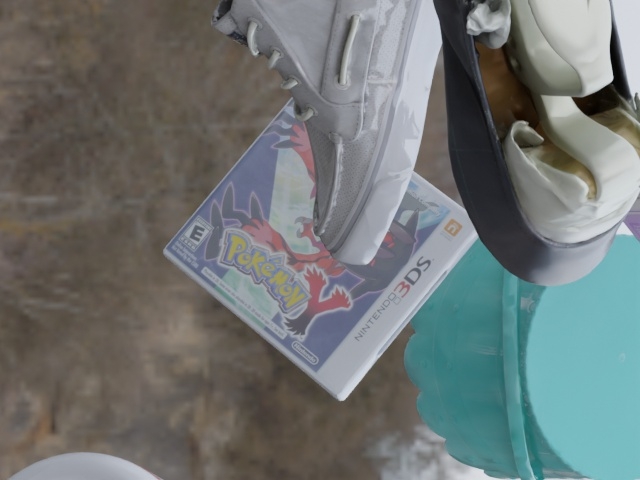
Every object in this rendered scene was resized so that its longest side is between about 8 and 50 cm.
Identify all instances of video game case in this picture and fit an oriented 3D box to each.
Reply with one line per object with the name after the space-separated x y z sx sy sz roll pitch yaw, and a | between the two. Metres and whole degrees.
0.000 0.000 1.297 0.183 0.201 0.023 -50 159 -5 | video game case

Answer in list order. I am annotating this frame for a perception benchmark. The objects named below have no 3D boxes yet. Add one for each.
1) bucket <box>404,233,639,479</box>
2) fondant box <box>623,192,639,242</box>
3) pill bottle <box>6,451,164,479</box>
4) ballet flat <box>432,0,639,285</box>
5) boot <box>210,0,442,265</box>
0.241 0.113 1.577 0.183 0.281 0.281 -2 -91 60 | bucket
0.379 -0.092 1.277 0.238 0.096 0.330 46 59 -31 | fondant box
-0.179 0.326 1.482 0.363 0.210 0.210 60 28 -71 | pill bottle
0.078 -0.052 0.540 0.074 0.074 0.203 -91 166 -54 | ballet flat
-0.001 -0.108 0.875 0.095 0.123 0.258 -101 -158 -60 | boot
